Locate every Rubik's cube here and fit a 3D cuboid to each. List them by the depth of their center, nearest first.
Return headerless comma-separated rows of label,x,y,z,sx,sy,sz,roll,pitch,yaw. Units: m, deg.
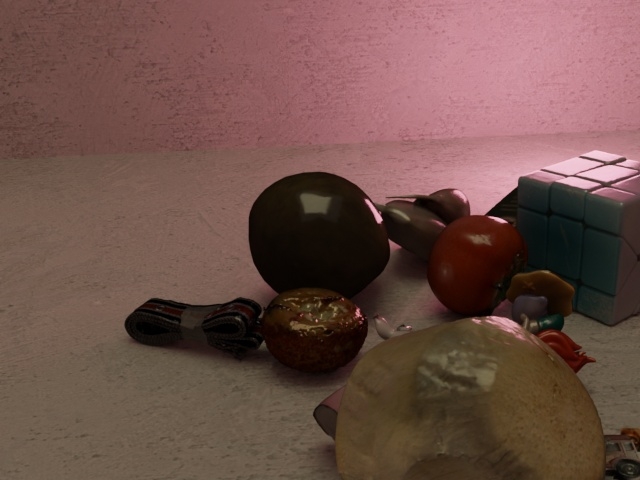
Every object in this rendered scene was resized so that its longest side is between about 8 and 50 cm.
Rubik's cube,0.711,-0.019,2.116,0.319,0.321,0.316,-18,28,-32

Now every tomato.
tomato,0.383,0.060,2.051,0.225,0.255,0.256,30,35,28

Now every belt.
belt,-0.289,0.192,1.949,0.360,0.126,0.094,2,33,24

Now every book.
book,0.552,-0.070,2.351,0.371,0.043,0.260,-39,17,-17

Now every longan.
longan,0.000,0.000,2.113,0.405,0.336,0.404,19,-1,0

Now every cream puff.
cream puff,-0.018,0.201,1.852,0.240,0.163,0.240,5,32,-3

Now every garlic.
garlic,0.286,-0.074,2.317,0.246,0.231,0.340,37,1,33

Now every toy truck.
toy truck,0.580,0.383,1.390,0.271,0.114,0.135,0,25,4

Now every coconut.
coconut,0.224,0.312,1.307,0.416,0.415,0.344,15,45,37

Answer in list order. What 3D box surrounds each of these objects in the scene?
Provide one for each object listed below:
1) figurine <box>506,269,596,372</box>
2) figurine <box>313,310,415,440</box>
figurine,0.448,0.209,1.748,0.181,0.208,0.257,-32,26,51
figurine,0.147,0.273,1.591,0.316,0.284,0.206,-43,42,-19
